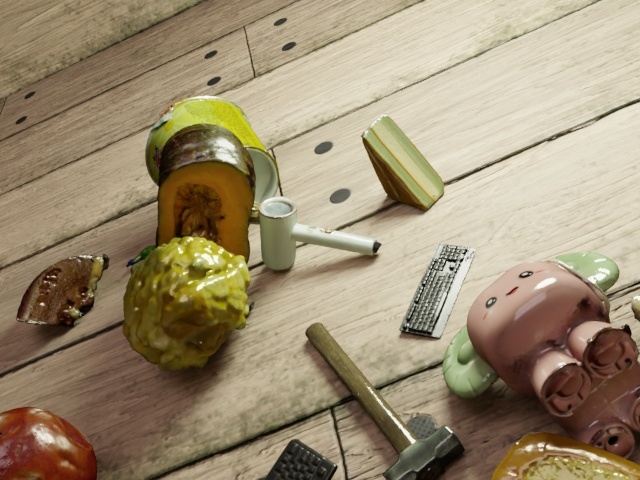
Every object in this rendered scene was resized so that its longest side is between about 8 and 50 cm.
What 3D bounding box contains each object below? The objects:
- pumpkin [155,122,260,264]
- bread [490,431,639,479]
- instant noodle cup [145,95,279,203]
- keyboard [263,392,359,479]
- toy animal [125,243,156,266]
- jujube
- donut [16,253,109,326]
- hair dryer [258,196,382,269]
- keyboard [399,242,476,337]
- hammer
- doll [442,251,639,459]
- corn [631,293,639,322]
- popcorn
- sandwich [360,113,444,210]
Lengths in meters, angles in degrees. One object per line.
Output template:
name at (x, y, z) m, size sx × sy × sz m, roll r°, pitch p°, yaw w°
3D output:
pumpkin at (-0.204, -0.060, 1.346) m, size 0.221 × 0.317 × 0.139 m, roll 3°, pitch 28°, yaw -12°
bread at (0.324, 0.322, 0.747) m, size 0.288 × 0.119 × 0.153 m, roll 19°, pitch 61°, yaw 42°
instant noodle cup at (-0.223, -0.156, 1.511) m, size 0.264 × 0.264 × 0.200 m, roll -35°, pitch 49°, yaw -9°
keyboard at (-0.049, 0.362, 0.950) m, size 0.103 × 0.041 × 0.381 m, roll 19°, pitch 64°, yaw 43°
toy animal at (-0.327, 0.015, 1.533) m, size 0.216 × 0.041 × 0.075 m, roll -10°, pitch 43°, yaw 16°
jujube at (-0.491, 0.407, 1.056) m, size 0.318 × 0.223 × 0.223 m, roll -50°, pitch 42°, yaw -10°
donut at (-0.564, 0.101, 1.509) m, size 0.126 × 0.144 × 0.187 m, roll -4°, pitch 67°, yaw 56°
hair dryer at (0.000, 0.000, 1.319) m, size 0.236 × 0.131 × 0.073 m, roll 8°, pitch 36°, yaw 11°
keyboard at (0.198, 0.079, 1.169) m, size 0.074 × 0.015 × 0.197 m, roll 5°, pitch 50°, yaw 34°
hammer at (0.068, 0.228, 1.061) m, size 0.111 × 0.043 × 0.365 m, roll -36°, pitch 38°, yaw -8°
doll at (0.303, 0.139, 0.932) m, size 0.284 × 0.216 × 0.268 m, roll -39°, pitch 17°, yaw 4°
corn at (0.545, 0.121, 0.826) m, size 0.346 × 0.130 × 0.130 m, roll 15°, pitch 55°, yaw 40°
popcorn at (-0.230, 0.114, 1.240) m, size 0.249 × 0.225 × 0.249 m, roll -22°, pitch 49°, yaw 28°
sandwich at (0.161, -0.150, 1.325) m, size 0.079 × 0.163 × 0.113 m, roll -44°, pitch 42°, yaw -18°
